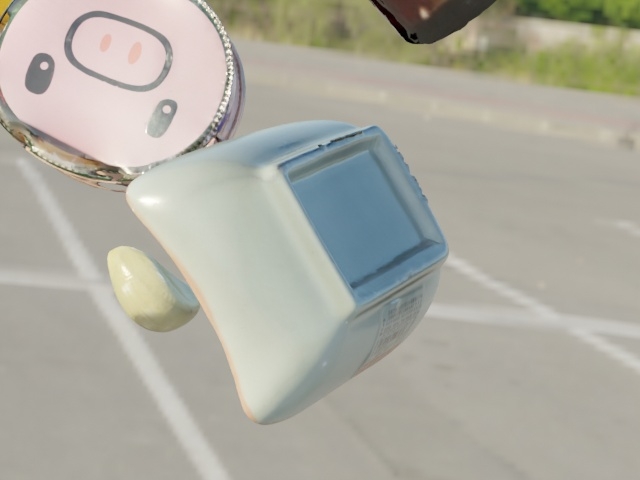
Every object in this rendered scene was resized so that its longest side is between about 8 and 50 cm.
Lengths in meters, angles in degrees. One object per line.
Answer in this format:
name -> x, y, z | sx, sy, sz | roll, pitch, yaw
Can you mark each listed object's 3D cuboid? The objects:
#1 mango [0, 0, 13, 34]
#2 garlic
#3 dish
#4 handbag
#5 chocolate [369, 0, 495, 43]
mango -> -0.268, -0.292, 1.978 | 0.136, 0.166, 0.236 | 11, 51, 14
garlic -> -0.120, 0.040, 1.397 | 0.083, 0.041, 0.053 | 33, 25, -42
dish -> 0.000, 0.000, 1.060 | 0.077, 0.151, 0.212 | -31, -3, 26
handbag -> -0.154, -0.125, 1.450 | 0.205, 0.179, 0.116 | 21, -10, 8
chocolate -> 0.058, -0.168, 0.800 | 0.080, 0.148, 0.125 | 41, 12, -27
